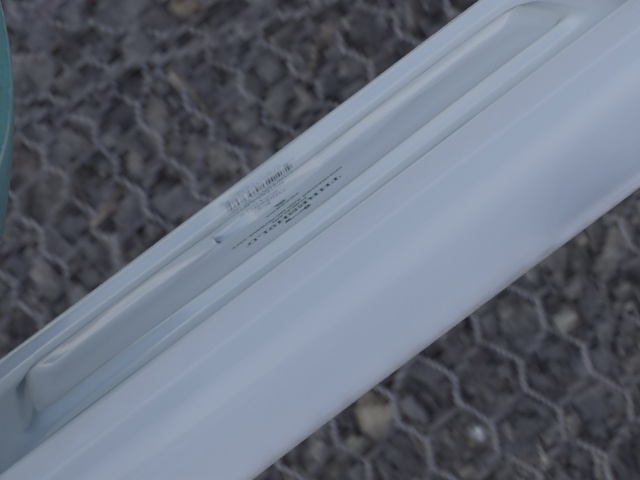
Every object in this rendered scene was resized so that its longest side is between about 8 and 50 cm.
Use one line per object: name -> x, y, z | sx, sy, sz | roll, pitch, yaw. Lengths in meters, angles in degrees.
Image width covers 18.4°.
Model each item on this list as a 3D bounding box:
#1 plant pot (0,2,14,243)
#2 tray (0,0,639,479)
plant pot -> -0.210, -0.011, 0.442 | 0.235, 0.293, 0.293 | -35, 47, 36
tray -> 0.000, 0.000, 0.486 | 0.270, 0.030, 0.145 | -37, 15, -4
